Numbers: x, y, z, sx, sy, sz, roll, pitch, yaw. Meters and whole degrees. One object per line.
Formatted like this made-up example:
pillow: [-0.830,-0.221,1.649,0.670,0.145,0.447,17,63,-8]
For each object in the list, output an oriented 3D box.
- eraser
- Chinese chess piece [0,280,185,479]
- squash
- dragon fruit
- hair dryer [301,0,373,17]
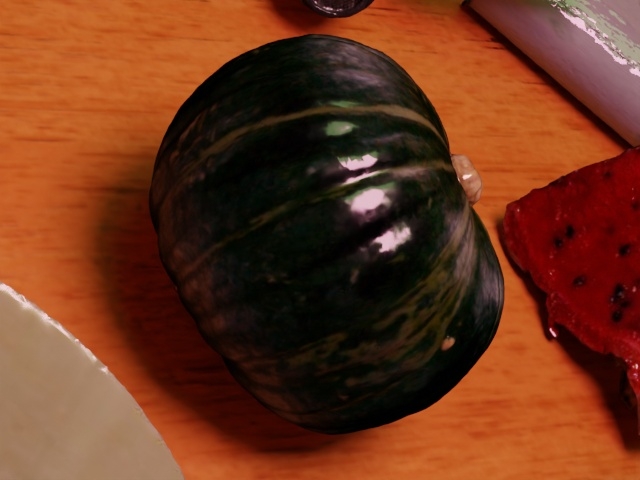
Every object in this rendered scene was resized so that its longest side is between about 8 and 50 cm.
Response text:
eraser: [0.229,-0.151,1.452,0.227,0.081,0.174,41,45,-7]
Chinese chess piece: [-0.208,0.160,0.802,0.349,0.146,0.349,21,47,-24]
squash: [0.004,-0.002,1.075,0.172,0.218,0.218,-30,75,-5]
dragon fruit: [0.216,0.034,1.271,0.092,0.122,0.192,9,49,-53]
hair dryer: [0.062,-0.231,1.359,0.225,0.088,0.219,-4,45,-22]
